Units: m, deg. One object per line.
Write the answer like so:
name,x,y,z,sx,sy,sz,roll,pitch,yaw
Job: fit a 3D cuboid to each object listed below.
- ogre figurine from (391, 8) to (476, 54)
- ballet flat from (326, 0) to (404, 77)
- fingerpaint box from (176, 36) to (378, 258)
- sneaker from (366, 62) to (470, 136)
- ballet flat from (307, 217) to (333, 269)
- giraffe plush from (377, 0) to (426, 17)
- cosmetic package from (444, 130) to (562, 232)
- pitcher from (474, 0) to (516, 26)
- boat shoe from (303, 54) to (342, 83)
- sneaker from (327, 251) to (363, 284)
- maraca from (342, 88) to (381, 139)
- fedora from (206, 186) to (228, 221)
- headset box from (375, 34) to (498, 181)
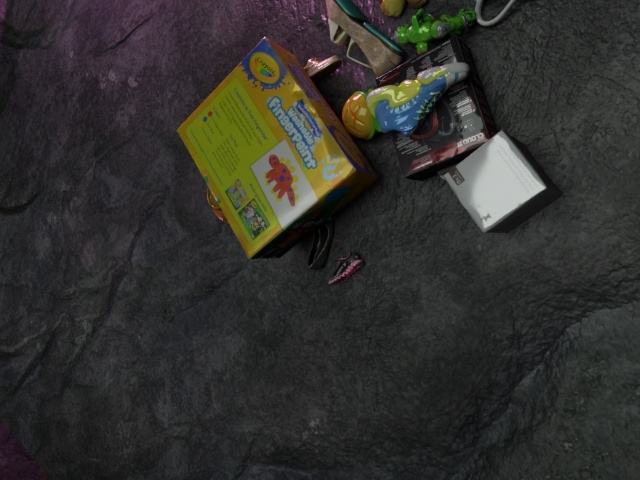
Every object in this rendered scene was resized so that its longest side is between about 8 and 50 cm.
ogre figurine,0.252,-0.503,1.191,0.197,0.118,0.096,24,134,27
ballet flat,0.088,-0.546,1.324,0.316,0.108,0.106,54,124,23
fingerpaint box,-0.125,-0.234,1.340,0.371,0.163,0.444,-39,72,21
sneaker,0.225,-0.307,1.119,0.240,0.091,0.126,-11,102,35
ballet flat,0.000,0.000,1.416,0.058,0.049,0.173,13,98,33
giraffe plush,0.190,-0.673,1.209,0.210,0.171,0.181,-31,73,31
cosmetic package,0.392,-0.117,1.068,0.151,0.184,0.151,-40,69,28
pitcher,0.424,-0.583,1.094,0.207,0.126,0.177,-1,111,45
boat shoe,-0.018,-0.486,1.416,0.170,0.063,0.059,-20,85,33
sneaker,0.063,0.076,1.382,0.119,0.047,0.057,-40,62,20
maraca,0.116,-0.322,1.282,0.127,0.099,0.186,71,164,-10
fedora,-0.306,-0.154,1.605,0.195,0.079,0.194,0,90,34
headset box,0.281,-0.288,1.186,0.218,0.110,0.293,-21,78,33
